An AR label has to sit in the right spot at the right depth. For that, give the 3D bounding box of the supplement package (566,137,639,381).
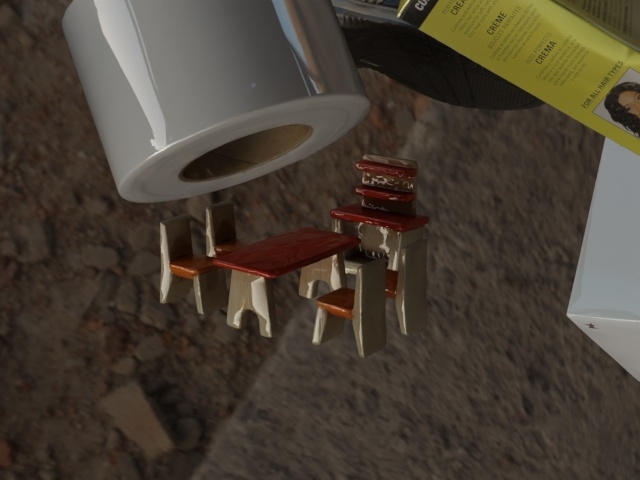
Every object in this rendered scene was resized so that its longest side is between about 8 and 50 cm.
[{"bbox_3d":[0.382,-0.009,1.251,0.199,0.198,0.263,3,68,36],"label":"supplement package"}]

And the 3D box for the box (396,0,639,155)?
[{"bbox_3d":[0.159,-0.107,0.737,0.232,0.058,0.087,27,40,-11],"label":"box"}]

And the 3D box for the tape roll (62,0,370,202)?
[{"bbox_3d":[-0.095,-0.156,1.223,0.246,0.246,0.169,-21,80,7],"label":"tape roll"}]

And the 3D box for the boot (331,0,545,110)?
[{"bbox_3d":[0.137,-0.309,1.476,0.377,0.138,0.284,20,70,35],"label":"boot"}]

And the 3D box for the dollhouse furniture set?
[{"bbox_3d":[0.000,0.000,1.393,0.262,0.259,0.135,12,110,35],"label":"dollhouse furniture set"}]
